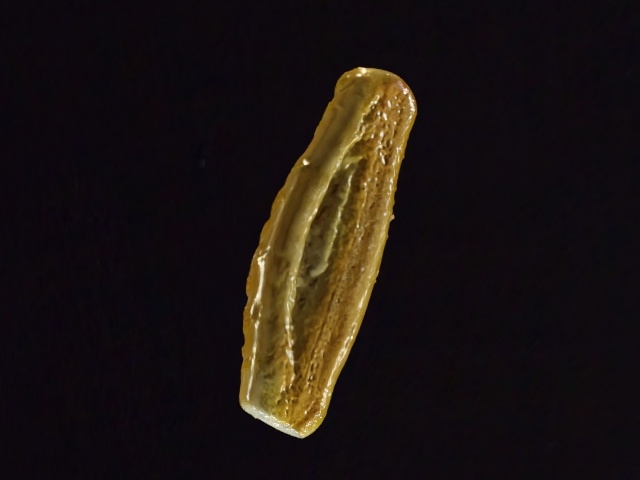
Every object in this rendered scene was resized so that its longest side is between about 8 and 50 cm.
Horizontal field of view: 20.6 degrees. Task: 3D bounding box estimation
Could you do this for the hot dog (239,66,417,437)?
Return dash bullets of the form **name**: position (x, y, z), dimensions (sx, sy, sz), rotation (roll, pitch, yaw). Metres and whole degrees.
- **hot dog**: position (0.000, 0.000, 0.610), dimensions (0.044, 0.028, 0.137), rotation (27, -110, -32)
